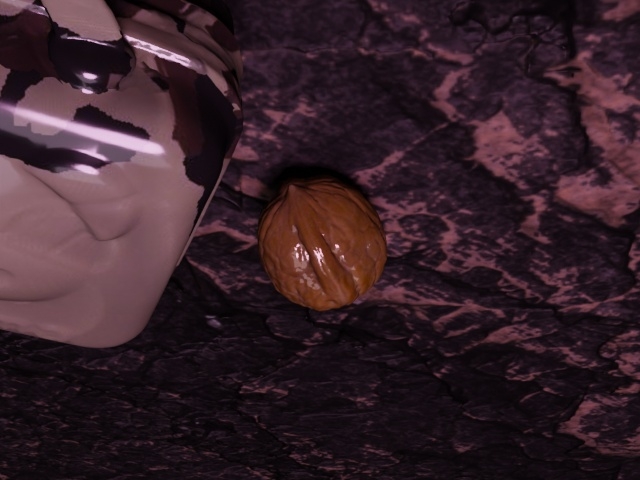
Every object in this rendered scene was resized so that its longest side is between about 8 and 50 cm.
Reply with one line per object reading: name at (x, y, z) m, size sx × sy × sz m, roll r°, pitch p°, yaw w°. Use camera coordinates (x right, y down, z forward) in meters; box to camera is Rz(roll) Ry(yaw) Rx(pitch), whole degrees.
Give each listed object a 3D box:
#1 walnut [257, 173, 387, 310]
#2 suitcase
walnut at (0.000, 0.000, 0.684) m, size 0.105 × 0.105 × 0.125 m, roll -9°, pitch 129°, yaw 18°
suitcase at (-0.226, -0.085, 0.492) m, size 0.351 × 0.194 × 0.339 m, roll 16°, pitch 142°, yaw -17°
